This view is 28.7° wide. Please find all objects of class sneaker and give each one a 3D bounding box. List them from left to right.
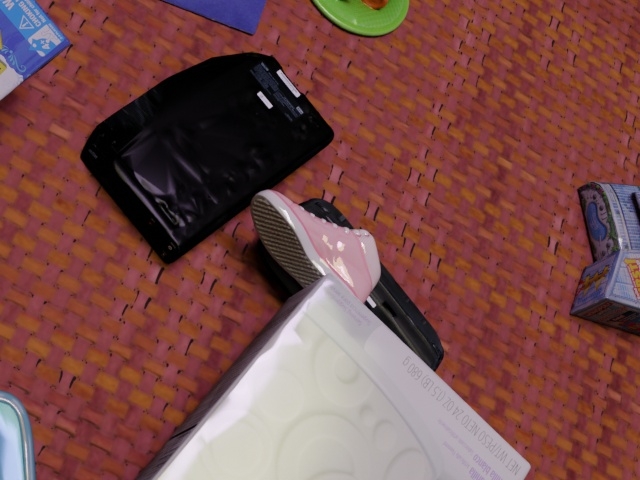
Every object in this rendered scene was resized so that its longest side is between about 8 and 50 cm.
[{"bbox_3d":[0.000,0.000,1.086,0.134,0.051,0.070,50,53,-5],"label":"sneaker"}]

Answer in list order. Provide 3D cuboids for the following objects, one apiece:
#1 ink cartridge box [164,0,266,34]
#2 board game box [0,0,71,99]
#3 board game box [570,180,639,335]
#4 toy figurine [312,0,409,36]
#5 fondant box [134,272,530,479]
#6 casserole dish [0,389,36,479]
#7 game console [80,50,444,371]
[{"bbox_3d":[-0.134,-0.380,1.125,0.304,0.072,0.307,17,92,-23],"label":"ink cartridge box"},{"bbox_3d":[-0.394,-0.172,0.892,0.318,0.066,0.318,50,53,-14],"label":"board game box"},{"bbox_3d":[0.346,0.025,1.321,0.194,0.060,0.194,3,67,-30],"label":"board game box"},{"bbox_3d":[0.053,-0.309,1.241,0.173,0.159,0.130,30,56,-15],"label":"toy figurine"},{"bbox_3d":[-0.019,0.226,0.973,0.238,0.096,0.330,44,62,-6],"label":"fondant box"},{"bbox_3d":[-0.259,0.185,0.911,0.114,0.037,0.188,4,66,-29],"label":"casserole dish"},{"bbox_3d":[-0.031,0.000,1.125,0.213,0.044,0.361,-39,90,-35],"label":"game console"}]
